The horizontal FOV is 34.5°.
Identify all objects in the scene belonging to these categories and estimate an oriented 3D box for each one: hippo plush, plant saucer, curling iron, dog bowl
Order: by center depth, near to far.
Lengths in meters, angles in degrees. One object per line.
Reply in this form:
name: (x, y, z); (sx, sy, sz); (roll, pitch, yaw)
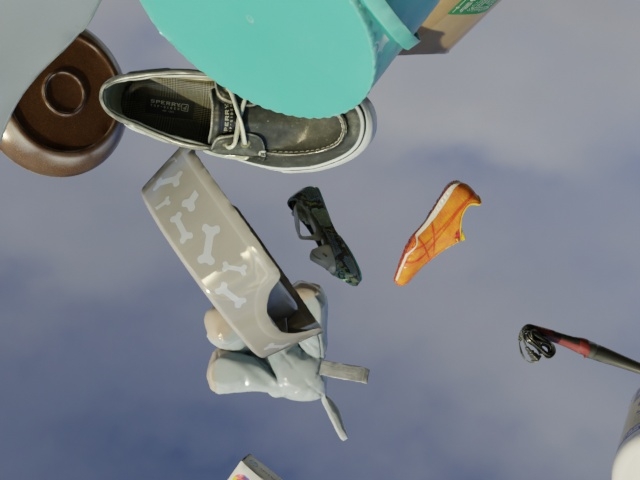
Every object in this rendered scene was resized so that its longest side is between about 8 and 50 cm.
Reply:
dog bowl: (-0.133, 0.021, 1.507); (0.102, 0.349, 0.349); (-35, -128, -1)
curling iron: (0.461, 0.201, 1.808); (0.274, 0.035, 0.068); (15, -108, -20)
hippo plush: (-0.057, 0.169, 1.822); (0.294, 0.234, 0.236); (19, -175, -2)
plant saucer: (-0.494, -0.277, 1.956); (0.310, 0.311, 0.050); (-17, -173, -38)

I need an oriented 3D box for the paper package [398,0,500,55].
paper package: (0.187, -0.514, 1.726); (0.168, 0.325, 0.310); (-15, -106, -35)

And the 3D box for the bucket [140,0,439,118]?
bucket: (-0.019, -0.254, 0.901); (0.281, 0.281, 0.183); (25, -116, 10)

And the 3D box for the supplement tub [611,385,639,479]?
supplement tub: (0.674, 0.375, 1.885); (0.241, 0.241, 0.331); (27, -152, 13)

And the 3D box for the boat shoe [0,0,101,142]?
boat shoe: (-0.314, -0.192, 0.933); (0.135, 0.367, 0.156); (9, -146, -43)

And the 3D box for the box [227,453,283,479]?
box: (-0.064, 0.392, 1.334); (0.186, 0.145, 0.038); (36, -168, 8)

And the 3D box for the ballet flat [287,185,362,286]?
ballet flat: (0.000, 0.000, 1.666); (0.070, 0.070, 0.188); (-12, -117, -34)

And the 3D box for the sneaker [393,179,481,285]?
sneaker: (0.166, -0.002, 1.469); (0.067, 0.175, 0.064); (36, -173, 0)

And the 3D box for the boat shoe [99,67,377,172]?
boat shoe: (-0.105, -0.141, 1.222); (0.335, 0.121, 0.119); (5, -170, 17)
